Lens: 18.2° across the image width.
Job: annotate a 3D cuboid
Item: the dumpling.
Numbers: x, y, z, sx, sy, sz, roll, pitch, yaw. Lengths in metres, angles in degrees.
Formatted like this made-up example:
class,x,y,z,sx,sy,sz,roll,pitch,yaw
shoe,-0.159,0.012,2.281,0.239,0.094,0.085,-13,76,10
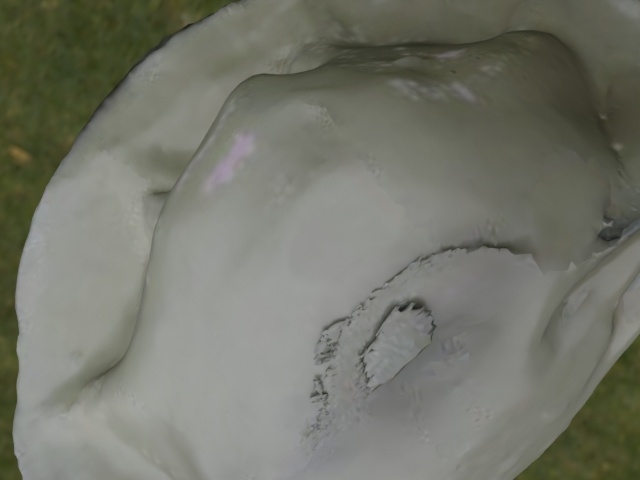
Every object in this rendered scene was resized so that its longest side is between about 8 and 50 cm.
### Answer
class,x,y,z,sx,sy,sz,roll,pitch,yaw
dumpling,0.000,0.000,0.589,0.172,0.247,0.142,51,-176,25
